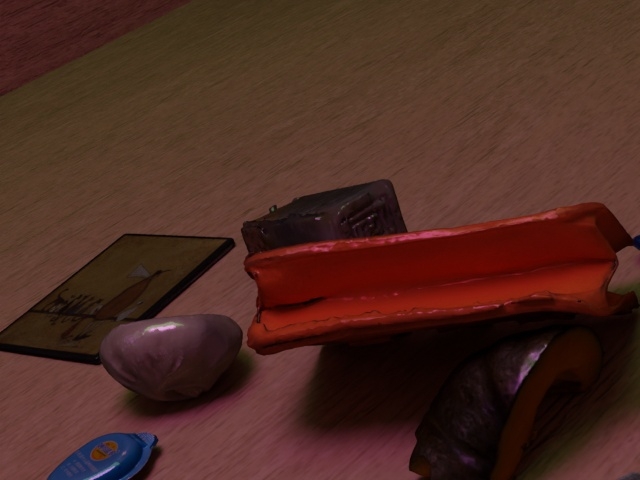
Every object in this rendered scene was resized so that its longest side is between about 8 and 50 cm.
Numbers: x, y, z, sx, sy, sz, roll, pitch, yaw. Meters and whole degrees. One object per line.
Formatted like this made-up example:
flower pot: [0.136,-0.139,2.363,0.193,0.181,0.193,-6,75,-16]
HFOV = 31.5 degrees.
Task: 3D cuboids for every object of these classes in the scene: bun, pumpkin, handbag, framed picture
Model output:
bun: [-0.184,0.152,1.438,0.183,0.102,0.183,-8,-9,-1]
pumpkin: [0.176,0.146,1.166,0.130,0.149,0.254,22,46,36]
handbag: [0.138,0.056,1.281,0.410,0.116,0.303,-8,-9,20]
framed picture: [-0.325,0.081,1.775,0.255,0.014,0.339,3,32,37]

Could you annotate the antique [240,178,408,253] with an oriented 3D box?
antique: [0.000,0.000,1.615,0.125,0.150,0.284,-28,19,-30]

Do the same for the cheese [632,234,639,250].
cheese: [0.457,0.031,1.307,0.189,0.074,0.286,-19,22,-5]

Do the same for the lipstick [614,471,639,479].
lipstick: [0.211,0.268,1.015,0.312,0.051,0.051,-21,26,-13]

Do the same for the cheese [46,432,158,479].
cheese: [-0.301,0.292,1.310,0.256,0.037,0.106,-31,27,-23]
